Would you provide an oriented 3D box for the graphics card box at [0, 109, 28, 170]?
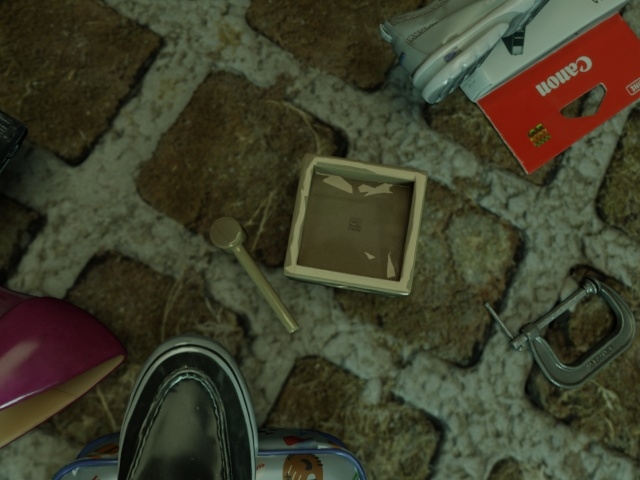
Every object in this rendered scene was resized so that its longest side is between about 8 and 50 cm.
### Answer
[{"bbox_3d":[-0.456,-0.011,0.437,0.233,0.094,0.370,34,82,-27],"label":"graphics card box"}]

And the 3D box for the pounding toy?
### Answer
[{"bbox_3d":[-0.007,0.008,0.566,0.206,0.094,0.180,9,83,3],"label":"pounding toy"}]

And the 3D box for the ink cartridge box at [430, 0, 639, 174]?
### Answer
[{"bbox_3d":[0.303,-0.254,0.678,0.275,0.060,0.238,-33,84,-13],"label":"ink cartridge box"}]

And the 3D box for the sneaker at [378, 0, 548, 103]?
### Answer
[{"bbox_3d":[0.187,-0.282,0.582,0.281,0.105,0.115,-43,88,-13],"label":"sneaker"}]

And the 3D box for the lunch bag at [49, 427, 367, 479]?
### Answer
[{"bbox_3d":[-0.104,0.300,0.479,0.304,0.115,0.243,1,81,-9],"label":"lunch bag"}]

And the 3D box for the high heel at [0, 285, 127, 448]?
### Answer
[{"bbox_3d":[-0.334,0.213,0.447,0.182,0.127,0.377,23,74,5],"label":"high heel"}]

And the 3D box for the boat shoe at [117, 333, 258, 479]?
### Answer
[{"bbox_3d":[-0.105,0.224,0.378,0.113,0.105,0.306,10,82,-9],"label":"boat shoe"}]

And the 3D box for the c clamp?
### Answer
[{"bbox_3d":[0.293,0.097,0.625,0.161,0.022,0.137,-27,84,-12],"label":"c clamp"}]
